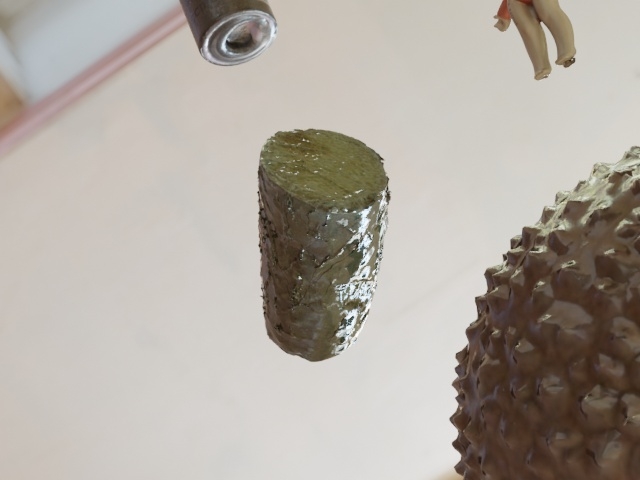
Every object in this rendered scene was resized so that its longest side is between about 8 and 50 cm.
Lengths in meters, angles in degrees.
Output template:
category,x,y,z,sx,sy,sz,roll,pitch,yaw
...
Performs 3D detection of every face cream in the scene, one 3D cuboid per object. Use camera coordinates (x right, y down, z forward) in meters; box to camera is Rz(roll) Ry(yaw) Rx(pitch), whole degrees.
category,x,y,z,sx,sy,sz,roll,pitch,yaw
face cream,-0.115,-0.283,1.648,0.073,0.073,0.283,50,15,-58

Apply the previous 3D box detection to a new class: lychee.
category,x,y,z,sx,sy,sz,roll,pitch,yaw
lychee,0.220,0.090,0.995,0.300,0.300,0.300,55,3,-5

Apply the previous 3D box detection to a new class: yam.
category,x,y,z,sx,sy,sz,roll,pitch,yaw
yam,0.000,0.000,1.357,0.183,0.107,0.107,95,-29,-46

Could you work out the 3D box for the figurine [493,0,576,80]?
category,x,y,z,sx,sy,sz,roll,pitch,yaw
figurine,0.110,-0.132,0.934,0.047,0.064,0.109,11,59,-40
